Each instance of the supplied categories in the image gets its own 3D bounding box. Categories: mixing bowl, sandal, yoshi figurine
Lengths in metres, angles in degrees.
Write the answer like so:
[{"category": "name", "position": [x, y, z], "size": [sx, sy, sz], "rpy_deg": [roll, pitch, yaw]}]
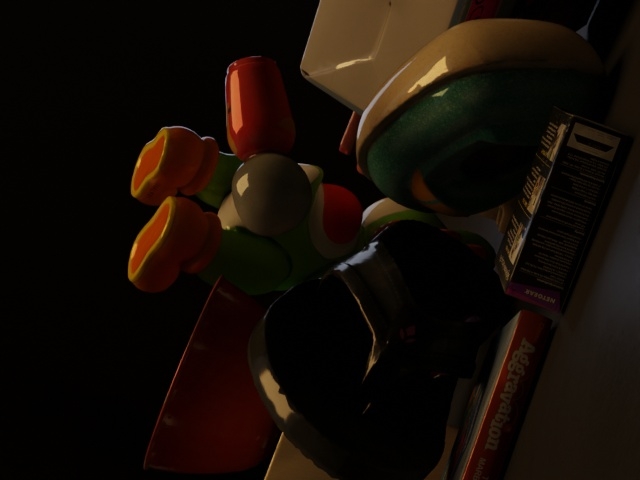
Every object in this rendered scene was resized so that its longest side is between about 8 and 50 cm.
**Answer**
[{"category": "mixing bowl", "position": [-0.074, 0.130, 1.504], "size": [0.181, 0.098, 0.181], "rpy_deg": [21, -90, -90]}, {"category": "sandal", "position": [0.064, 0.054, 1.372], "size": [0.107, 0.167, 0.446], "rpy_deg": [-56, -2, 24]}, {"category": "yoshi figurine", "position": [-0.012, 0.021, 1.686], "size": [0.203, 0.362, 0.203], "rpy_deg": [-143, 69, -67]}]

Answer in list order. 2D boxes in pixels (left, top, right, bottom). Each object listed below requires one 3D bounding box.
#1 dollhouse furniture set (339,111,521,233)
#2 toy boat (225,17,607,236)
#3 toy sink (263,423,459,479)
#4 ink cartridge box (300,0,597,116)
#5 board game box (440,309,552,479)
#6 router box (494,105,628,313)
[{"category": "dollhouse furniture set", "position": [0.134, -0.123, 1.818], "size": [0.374, 0.201, 0.152], "rpy_deg": [-60, -9, -84]}, {"category": "toy boat", "position": [0.072, -0.080, 1.469], "size": [0.267, 0.318, 0.148], "rpy_deg": [128, 136, -63]}, {"category": "toy sink", "position": [0.031, 0.204, 1.474], "size": [0.234, 0.153, 0.131], "rpy_deg": [104, -173, -76]}, {"category": "ink cartridge box", "position": [0.181, -0.299, 1.688], "size": [0.395, 0.151, 0.270], "rpy_deg": [-38, -23, -42]}, {"category": "board game box", "position": [0.098, 0.193, 1.249], "size": [0.145, 0.027, 0.281], "rpy_deg": [111, 180, -78]}, {"category": "router box", "position": [0.173, -0.027, 1.277], "size": [0.179, 0.046, 0.133], "rpy_deg": [-61, -8, -82]}]
